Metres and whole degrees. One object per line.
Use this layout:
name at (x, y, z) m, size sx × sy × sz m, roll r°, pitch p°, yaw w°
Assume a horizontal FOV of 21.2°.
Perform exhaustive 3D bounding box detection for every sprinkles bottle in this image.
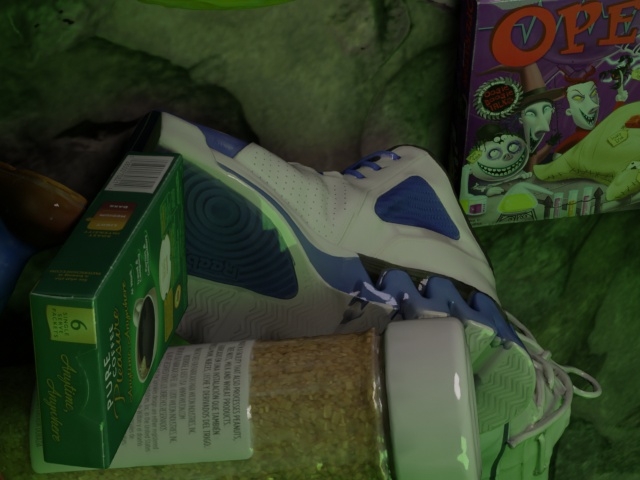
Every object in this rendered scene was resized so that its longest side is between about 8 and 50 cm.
sprinkles bottle at (-0.079, 0.123, 1.078) m, size 0.355 × 0.121 × 0.121 m, roll -6°, pitch 137°, yaw 6°

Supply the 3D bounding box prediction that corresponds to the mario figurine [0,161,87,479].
mario figurine at (-0.233, 0.104, 0.952) m, size 0.170 × 0.198 × 0.321 m, roll 58°, pitch 52°, yaw -85°

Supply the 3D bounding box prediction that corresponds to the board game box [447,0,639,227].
board game box at (0.269, -0.116, 1.264) m, size 0.346 × 0.056 × 0.208 m, roll -7°, pitch 127°, yaw -8°

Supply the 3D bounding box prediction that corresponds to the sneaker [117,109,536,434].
sneaker at (0.001, 0.000, 1.173) m, size 0.315 × 0.182 × 0.127 m, roll 28°, pitch 121°, yaw -19°

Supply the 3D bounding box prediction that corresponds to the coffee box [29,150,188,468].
coffee box at (-0.118, 0.034, 0.986) m, size 0.040 × 0.184 × 0.113 m, roll 5°, pitch 120°, yaw 9°

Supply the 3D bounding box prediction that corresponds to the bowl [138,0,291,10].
bowl at (-0.091, -0.231, 0.834) m, size 0.289 × 0.289 × 0.156 m, roll -5°, pitch 170°, yaw -38°

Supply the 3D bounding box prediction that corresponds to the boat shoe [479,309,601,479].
boat shoe at (0.155, 0.137, 1.417) m, size 0.156 × 0.136 × 0.367 m, roll -31°, pitch 142°, yaw -16°
